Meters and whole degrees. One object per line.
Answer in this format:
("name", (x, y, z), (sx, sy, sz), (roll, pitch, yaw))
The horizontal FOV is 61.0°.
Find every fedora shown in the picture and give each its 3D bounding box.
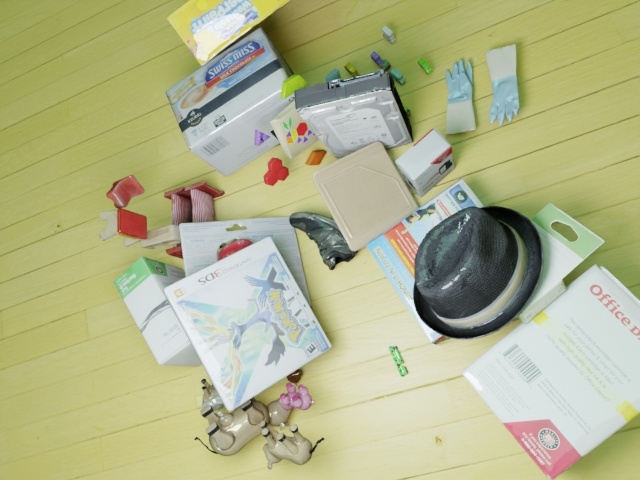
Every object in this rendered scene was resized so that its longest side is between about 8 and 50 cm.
("fedora", (0.318, 0.046, 1.205), (0.334, 0.152, 0.334), (-23, 51, 31))

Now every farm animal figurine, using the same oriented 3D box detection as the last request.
("farm animal figurine", (-0.149, 0.459, 1.382), (0.327, 0.172, 0.330), (-24, 32, 5))

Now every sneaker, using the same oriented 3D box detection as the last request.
("sneaker", (0.000, 0.000, 1.507), (0.228, 0.087, 0.130), (20, 78, 17))

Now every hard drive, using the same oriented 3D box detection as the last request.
("hard drive", (0.099, -0.315, 1.413), (0.237, 0.339, 0.064), (-9, 74, 16))

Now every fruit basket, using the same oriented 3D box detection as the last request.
("fruit basket", (-0.202, 0.107, 1.479), (0.327, 0.165, 0.353), (-5, 63, -21))

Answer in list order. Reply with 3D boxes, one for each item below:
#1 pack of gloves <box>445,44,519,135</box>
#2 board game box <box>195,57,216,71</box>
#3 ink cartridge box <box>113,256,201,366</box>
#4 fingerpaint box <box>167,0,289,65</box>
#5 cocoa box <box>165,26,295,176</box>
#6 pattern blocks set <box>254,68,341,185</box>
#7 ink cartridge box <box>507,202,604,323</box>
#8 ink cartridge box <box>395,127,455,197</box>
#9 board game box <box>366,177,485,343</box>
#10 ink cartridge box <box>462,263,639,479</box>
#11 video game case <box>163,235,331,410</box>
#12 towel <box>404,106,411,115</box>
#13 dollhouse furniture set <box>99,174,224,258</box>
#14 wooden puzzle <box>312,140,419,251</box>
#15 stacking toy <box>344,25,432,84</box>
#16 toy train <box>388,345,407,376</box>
("pack of gloves", (0.443, -0.402, 1.487), (0.195, 0.046, 0.232), (-6, 72, 29))
("board game box", (-0.288, -0.536, 1.763), (0.211, 0.039, 0.160), (-28, 70, 12))
("ink cartridge box", (-0.421, 0.206, 1.535), (0.121, 0.211, 0.289), (-39, 68, 6))
("fingerpaint box", (-0.207, -0.732, 1.603), (0.445, 0.371, 0.163), (-33, 113, 10))
("cocoa box", (-0.229, -0.399, 1.604), (0.347, 0.231, 0.228), (-30, 68, 10))
("pattern blocks set", (-0.050, -0.324, 1.509), (0.325, 0.285, 0.026), (-33, 45, -27))
("ink cartridge box", (0.486, 0.048, 1.215), (0.235, 0.056, 0.171), (-41, 42, 5))
("ink cartridge box", (0.277, -0.197, 1.412), (0.127, 0.175, 0.072), (-42, 70, 6))
("board game box", (0.327, 0.054, 1.381), (0.302, 0.086, 0.308), (-35, 69, 9))
("ink cartridge box", (0.558, 0.286, 1.204), (0.385, 0.160, 0.279), (-41, 67, 7))
("video game case", (-0.173, 0.194, 1.334), (0.300, 0.036, 0.329), (-28, 86, -24))
("towel", (0.173, -0.347, 1.522), (0.152, 0.113, 0.023), (-6, 98, 16))
("dollhouse furniture set", (-0.426, -0.078, 1.522), (0.152, 0.374, 0.201), (-12, 75, 21))
("wooden puzzle", (0.123, -0.119, 1.462), (0.221, 0.044, 0.238), (-27, 87, -11))
("stacking toy", (0.197, -0.500, 1.584), (0.167, 0.052, 0.221), (-44, 69, 7))
("toy train", (0.201, 0.310, 1.401), (0.024, 0.017, 0.083), (-23, 70, 2))
